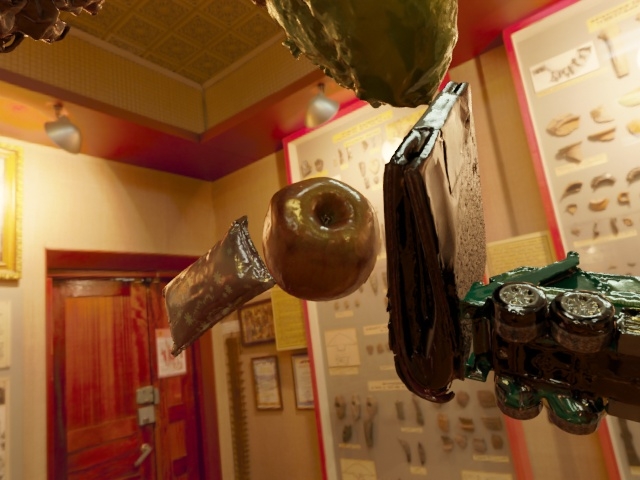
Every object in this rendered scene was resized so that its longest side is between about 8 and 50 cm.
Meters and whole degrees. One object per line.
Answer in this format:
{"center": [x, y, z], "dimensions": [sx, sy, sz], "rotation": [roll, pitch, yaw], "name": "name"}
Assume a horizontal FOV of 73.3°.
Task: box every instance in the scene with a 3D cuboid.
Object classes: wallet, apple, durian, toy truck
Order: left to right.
{"center": [0.000, 0.000, 0.747], "dimensions": [0.210, 0.211, 0.188], "rotation": [-5, -26, -12], "name": "apple"}
{"center": [0.055, -0.333, 0.565], "dimensions": [0.204, 0.339, 0.256], "rotation": [-50, -2, -27], "name": "durian"}
{"center": [0.130, -0.003, 0.439], "dimensions": [0.071, 0.263, 0.221], "rotation": [5, 35, 30], "name": "wallet"}
{"center": [0.223, 0.070, 0.317], "dimensions": [0.215, 0.110, 0.116], "rotation": [5, 33, 32], "name": "toy truck"}

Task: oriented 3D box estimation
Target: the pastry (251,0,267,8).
{"center": [-0.080, -0.544, 0.812], "dimensions": [0.218, 0.229, 0.100], "rotation": [-44, 18, -18], "name": "pastry"}

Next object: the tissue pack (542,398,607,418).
{"center": [0.395, 0.202, 0.703], "dimensions": [0.127, 0.123, 0.178], "rotation": [11, 16, -21], "name": "tissue pack"}

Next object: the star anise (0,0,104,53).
{"center": [-0.374, -0.345, 0.550], "dimensions": [0.331, 0.118, 0.332], "rotation": [-34, 17, 12], "name": "star anise"}

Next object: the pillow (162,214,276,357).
{"center": [-0.139, 0.056, 0.535], "dimensions": [0.185, 0.118, 0.043], "rotation": [-38, -37, 20], "name": "pillow"}
